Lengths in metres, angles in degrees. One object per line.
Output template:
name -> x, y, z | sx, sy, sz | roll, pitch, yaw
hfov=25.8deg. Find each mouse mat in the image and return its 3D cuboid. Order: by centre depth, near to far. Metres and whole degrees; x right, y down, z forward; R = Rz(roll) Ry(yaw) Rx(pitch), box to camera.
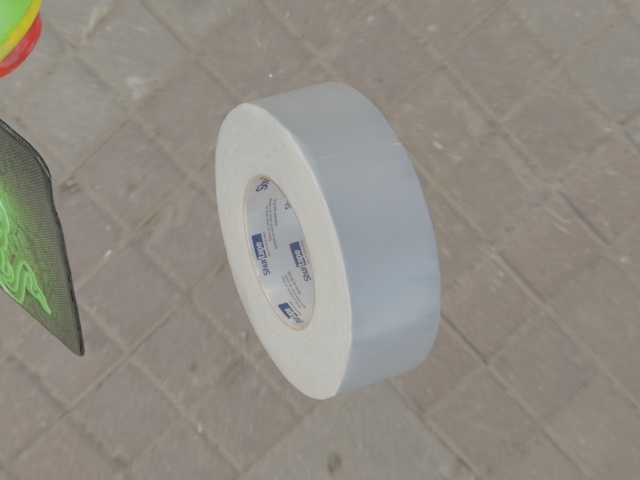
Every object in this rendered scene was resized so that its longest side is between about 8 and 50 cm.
mouse mat -> -0.175, -0.028, 0.686 | 0.152, 0.190, 0.007 | 38, 64, 18

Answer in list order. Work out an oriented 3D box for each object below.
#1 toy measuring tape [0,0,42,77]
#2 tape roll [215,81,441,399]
toy measuring tape -> -0.247, -0.141, 0.984 | 0.121, 0.330, 0.121 | -9, 127, -12
tape roll -> 0.000, 0.000, 1.001 | 0.072, 0.219, 0.219 | -17, 98, -22
